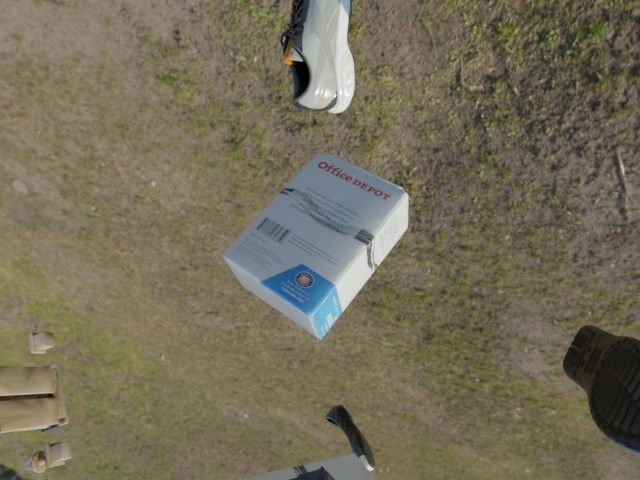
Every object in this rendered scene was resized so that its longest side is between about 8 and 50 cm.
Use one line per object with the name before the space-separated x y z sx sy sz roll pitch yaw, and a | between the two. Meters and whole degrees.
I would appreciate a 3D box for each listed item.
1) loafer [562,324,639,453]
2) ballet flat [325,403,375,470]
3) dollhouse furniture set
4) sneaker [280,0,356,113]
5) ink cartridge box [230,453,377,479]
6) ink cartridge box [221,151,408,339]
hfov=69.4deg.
loafer | 0.291 0.130 0.417 0.078 0.080 0.220 24 -169 13
ballet flat | 0.063 0.408 0.952 0.057 0.049 0.173 54 175 -29
dollhouse furniture set | -0.655 0.351 0.869 0.174 0.355 0.303 -22 161 2
sneaker | -0.013 -0.340 0.735 0.100 0.108 0.271 14 114 61
ink cartridge box | -0.040 0.405 0.614 0.237 0.171 0.100 3 -165 -30
ink cartridge box | 0.000 0.000 0.918 0.223 0.307 0.129 30 157 26
